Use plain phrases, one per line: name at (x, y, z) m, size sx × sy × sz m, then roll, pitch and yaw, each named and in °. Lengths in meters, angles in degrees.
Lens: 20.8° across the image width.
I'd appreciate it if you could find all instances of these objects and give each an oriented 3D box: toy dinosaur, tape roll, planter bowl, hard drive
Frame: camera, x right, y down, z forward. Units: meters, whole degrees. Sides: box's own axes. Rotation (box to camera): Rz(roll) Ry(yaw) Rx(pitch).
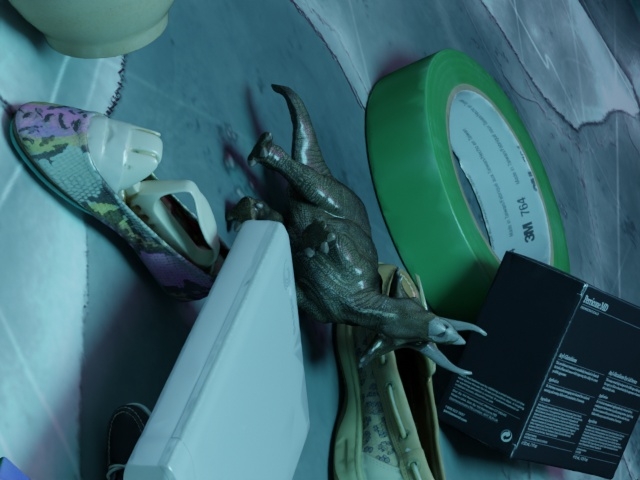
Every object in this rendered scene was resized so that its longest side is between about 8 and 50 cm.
toy dinosaur at (0.000, 0.000, 1.512) m, size 0.160 × 0.121 × 0.313 m, roll 33°, pitch 20°, yaw -47°
tape roll at (0.164, -0.045, 1.881) m, size 0.321 × 0.077 × 0.321 m, roll 44°, pitch 34°, yaw -40°
planter bowl at (-0.169, -0.204, 1.302) m, size 0.162 × 0.162 × 0.109 m, roll -74°, pitch 162°, yaw -52°
hard drive at (-0.065, 0.148, 1.233) m, size 0.307 × 0.040 × 0.203 m, roll -67°, pitch 155°, yaw -58°

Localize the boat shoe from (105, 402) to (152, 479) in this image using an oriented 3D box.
boat shoe at (-0.128, 0.172, 1.188) m, size 0.038 × 0.046 × 0.125 m, roll 21°, pitch 60°, yaw -63°

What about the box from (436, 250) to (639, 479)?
box at (0.246, 0.131, 1.773) m, size 0.261 × 0.103 × 0.184 m, roll 22°, pitch 95°, yaw -57°

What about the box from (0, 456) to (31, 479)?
box at (-0.189, 0.229, 1.028) m, size 0.105 × 0.043 × 0.179 m, roll 49°, pitch 33°, yaw -32°

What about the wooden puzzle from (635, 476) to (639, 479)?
wooden puzzle at (0.256, 0.428, 1.594) m, size 0.348 × 0.080 × 0.322 m, roll -39°, pitch 124°, yaw -54°

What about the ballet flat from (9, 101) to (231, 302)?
ballet flat at (-0.133, -0.036, 1.298) m, size 0.221 × 0.079 × 0.077 m, roll 48°, pitch 35°, yaw -34°

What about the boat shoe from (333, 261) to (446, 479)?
boat shoe at (0.074, 0.129, 1.553) m, size 0.104 × 0.089 × 0.285 m, roll 45°, pitch 33°, yaw -38°
